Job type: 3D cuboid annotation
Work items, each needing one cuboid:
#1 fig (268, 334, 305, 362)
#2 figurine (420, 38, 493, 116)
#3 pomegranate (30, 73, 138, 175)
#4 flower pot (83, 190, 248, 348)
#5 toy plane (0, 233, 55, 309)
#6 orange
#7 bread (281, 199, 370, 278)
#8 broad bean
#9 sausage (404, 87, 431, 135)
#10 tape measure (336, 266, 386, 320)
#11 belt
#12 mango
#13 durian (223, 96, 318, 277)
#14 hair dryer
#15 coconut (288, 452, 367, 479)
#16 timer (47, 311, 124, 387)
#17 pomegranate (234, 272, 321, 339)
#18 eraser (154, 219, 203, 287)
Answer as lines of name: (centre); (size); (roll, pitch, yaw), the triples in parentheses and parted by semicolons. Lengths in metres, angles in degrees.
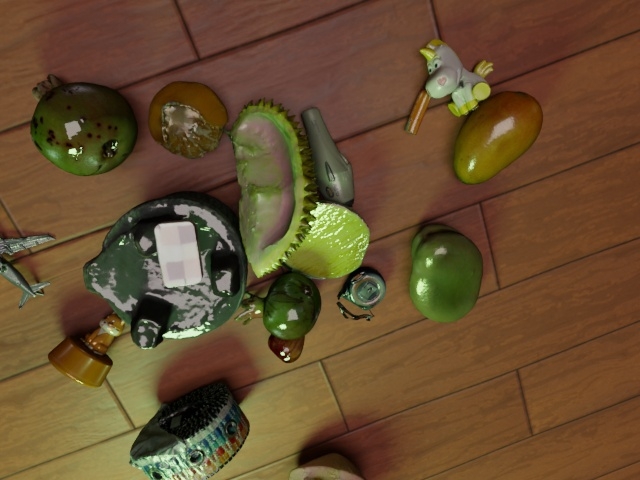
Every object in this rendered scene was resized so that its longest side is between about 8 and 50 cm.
fig: (-0.066, 0.231, 1.066); (0.089, 0.089, 0.125); (45, 74, -17)
figurine: (0.280, -0.350, 0.937); (0.178, 0.109, 0.130); (23, 76, -13)
pomegranate: (-0.448, -0.225, 0.841); (0.179, 0.211, 0.179); (-17, 144, -13)
flower pot: (-0.293, 0.049, 0.868); (0.298, 0.283, 0.299); (-3, 107, -8)
toy plane: (-0.683, 0.044, 0.930); (0.226, 0.058, 0.226); (-44, 108, -10)
orange: (-0.263, -0.236, 0.867); (0.156, 0.134, 0.157); (1, 101, 4)
bread: (0.000, 0.000, 0.985); (0.228, 0.034, 0.229); (1, 128, 2)
broad bean: (0.300, 0.080, 1.057); (0.189, 0.121, 0.263); (-17, 122, -6)
sausage: (0.217, -0.288, 0.968); (0.031, 0.031, 0.107); (17, 104, -12)
tape measure: (0.102, 0.127, 1.007); (0.104, 0.180, 0.107); (33, 101, 1)
belt: (-0.303, 0.460, 1.028); (0.257, 0.207, 0.150); (-28, 106, -7)
mango: (0.377, -0.224, 0.960); (0.221, 0.120, 0.151); (-44, 120, 16)
durian: (-0.092, -0.118, 0.839); (0.169, 0.158, 0.352); (-11, 72, -7)
hair dryer: (-0.037, -0.175, 0.957); (0.224, 0.088, 0.219); (1, 100, 8)
coconut: (0.023, 0.680, 1.128); (0.233, 0.245, 0.233); (7, 145, 5)
timer: (-0.503, 0.230, 0.992); (0.132, 0.132, 0.152); (40, 75, -16)
pomegranate: (-0.095, 0.147, 1.003); (0.191, 0.152, 0.131); (1, 116, 14)
eraser: (-0.229, 0.021, 0.716); (0.064, 0.026, 0.105); (-5, 100, -6)
